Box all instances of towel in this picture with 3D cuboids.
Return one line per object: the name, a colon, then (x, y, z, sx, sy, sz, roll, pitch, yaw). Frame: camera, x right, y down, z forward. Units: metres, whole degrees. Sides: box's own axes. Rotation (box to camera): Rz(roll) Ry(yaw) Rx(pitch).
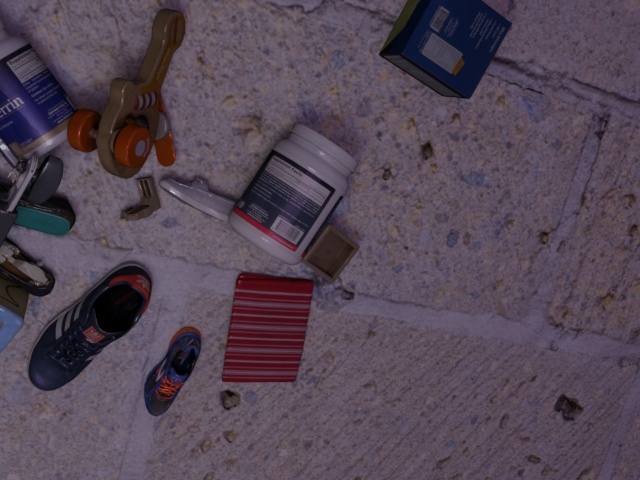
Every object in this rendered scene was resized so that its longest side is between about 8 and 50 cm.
towel: (-0.129, 0.216, 1.710, 0.199, 0.031, 0.274, 5, 104, -22)

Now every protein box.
protein box: (0.284, -0.460, 1.610, 0.201, 0.136, 0.199, 27, 94, -23)

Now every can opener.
can opener: (-0.591, -0.050, 1.348, 0.093, 0.074, 0.280, 28, 113, -33)

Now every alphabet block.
alphabet block: (-0.718, 0.151, 1.401, 0.192, 0.197, 0.193, 41, 88, -23)

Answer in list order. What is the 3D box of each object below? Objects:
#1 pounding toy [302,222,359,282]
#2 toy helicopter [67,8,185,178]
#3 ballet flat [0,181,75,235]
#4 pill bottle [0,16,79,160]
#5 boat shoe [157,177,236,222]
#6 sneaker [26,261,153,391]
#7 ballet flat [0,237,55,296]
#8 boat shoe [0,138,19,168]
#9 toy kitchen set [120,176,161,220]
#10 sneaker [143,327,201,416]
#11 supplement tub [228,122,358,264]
pounding toy: (0.000, 0.000, 1.671, 0.141, 0.100, 0.130, 36, 91, -34)
toy helicopter: (-0.344, -0.292, 1.425, 0.140, 0.235, 0.355, 18, 85, 16)
ballet flat: (-0.638, -0.082, 1.423, 0.281, 0.096, 0.095, 20, 126, -30)
pill bottle: (-0.590, -0.294, 1.349, 0.153, 0.153, 0.264, -36, 112, -7)
boat shoe: (-0.268, -0.102, 1.560, 0.184, 0.066, 0.063, 27, 84, -22)
sneaker: (-0.499, 0.197, 1.514, 0.131, 0.148, 0.350, 41, 89, -23)
ballet flat: (-0.636, 0.042, 1.465, 0.074, 0.074, 0.203, -47, 114, -2)
boat shoe: (-0.636, -0.202, 1.420, 0.040, 0.049, 0.142, -42, 116, -25)
toy kitchen set: (-0.403, -0.087, 1.517, 0.068, 0.083, 0.075, -3, 110, 25)
sneaker: (-0.344, 0.310, 1.630, 0.083, 0.087, 0.221, 23, 96, -22)
supplement tub: (-0.059, -0.101, 1.559, 0.191, 0.191, 0.272, 33, 91, -23)
